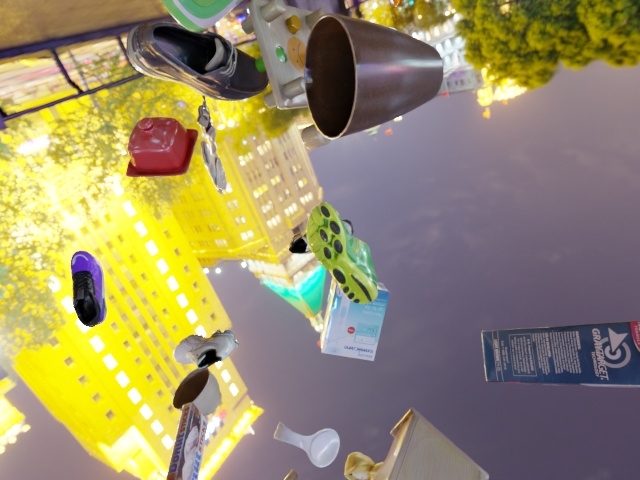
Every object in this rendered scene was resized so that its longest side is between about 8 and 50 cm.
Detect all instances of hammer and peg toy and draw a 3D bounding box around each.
[{"bbox_3d":[-0.043,-0.420,1.104,0.127,0.362,0.265,-10,-168,38],"label":"hammer and peg toy"}]

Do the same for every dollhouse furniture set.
[{"bbox_3d":[0.080,0.524,0.713,0.394,0.362,0.256,-56,164,17],"label":"dollhouse furniture set"}]

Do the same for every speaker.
[{"bbox_3d":[-0.154,-0.511,0.758,0.296,0.131,0.131,-27,-160,25],"label":"speaker"}]

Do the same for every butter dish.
[{"bbox_3d":[-0.394,-0.241,1.016,0.159,0.118,0.160,-1,-123,7],"label":"butter dish"}]

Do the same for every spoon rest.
[{"bbox_3d":[-0.035,0.739,1.547,0.084,0.276,0.138,-5,-121,57],"label":"spoon rest"}]

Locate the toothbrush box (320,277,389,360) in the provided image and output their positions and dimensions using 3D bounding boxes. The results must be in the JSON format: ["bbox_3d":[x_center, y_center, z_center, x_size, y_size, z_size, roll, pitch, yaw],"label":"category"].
[{"bbox_3d":[0.131,0.306,1.698,0.216,0.296,0.126,11,-169,-6],"label":"toothbrush box"}]

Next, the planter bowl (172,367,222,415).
[{"bbox_3d":[-0.411,0.535,1.467,0.162,0.109,0.162,-28,-152,17],"label":"planter bowl"}]

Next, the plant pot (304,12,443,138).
[{"bbox_3d":[0.115,-0.320,0.827,0.230,0.216,0.215,-13,-161,-23],"label":"plant pot"}]

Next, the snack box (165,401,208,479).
[{"bbox_3d":[-0.224,0.366,0.712,0.022,0.064,0.178,-19,-150,6],"label":"snack box"}]

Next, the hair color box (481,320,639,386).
[{"bbox_3d":[0.501,0.213,0.779,0.173,0.105,0.347,14,158,-38],"label":"hair color box"}]

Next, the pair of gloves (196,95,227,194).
[{"bbox_3d":[-0.308,-0.265,1.218,0.042,0.204,0.241,-12,-112,-5],"label":"pair of gloves"}]

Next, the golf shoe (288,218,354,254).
[{"bbox_3d":[0.000,0.000,1.196,0.198,0.077,0.094,-22,-173,19],"label":"golf shoe"}]

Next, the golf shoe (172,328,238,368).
[{"bbox_3d":[-0.275,0.256,0.962,0.176,0.069,0.086,-21,-161,21],"label":"golf shoe"}]

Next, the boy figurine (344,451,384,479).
[{"bbox_3d":[0.205,0.745,1.289,0.285,0.177,0.092,28,-136,16],"label":"boy figurine"}]

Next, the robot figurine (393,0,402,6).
[{"bbox_3d":[0.173,-0.395,0.444,0.290,0.211,0.085,-28,164,11],"label":"robot figurine"}]

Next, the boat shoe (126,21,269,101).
[{"bbox_3d":[-0.261,-0.415,1.006,0.355,0.133,0.130,-4,-171,-41],"label":"boat shoe"}]

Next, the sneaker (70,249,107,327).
[{"bbox_3d":[-0.862,0.180,1.565,0.102,0.294,0.146,-12,-178,-10],"label":"sneaker"}]

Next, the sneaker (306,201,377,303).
[{"bbox_3d":[0.060,0.031,1.119,0.109,0.296,0.124,-21,-161,26],"label":"sneaker"}]
